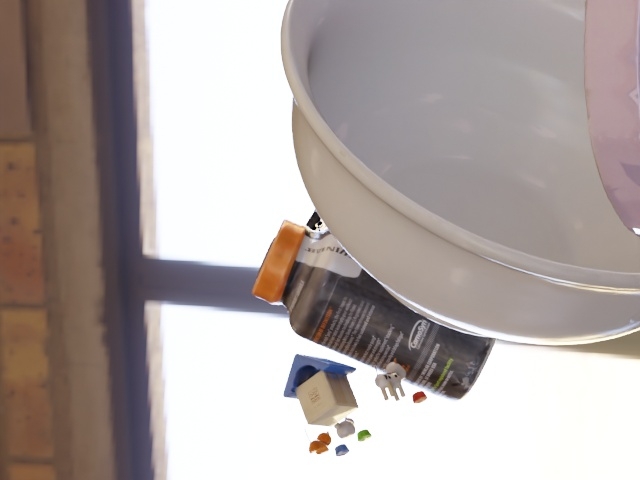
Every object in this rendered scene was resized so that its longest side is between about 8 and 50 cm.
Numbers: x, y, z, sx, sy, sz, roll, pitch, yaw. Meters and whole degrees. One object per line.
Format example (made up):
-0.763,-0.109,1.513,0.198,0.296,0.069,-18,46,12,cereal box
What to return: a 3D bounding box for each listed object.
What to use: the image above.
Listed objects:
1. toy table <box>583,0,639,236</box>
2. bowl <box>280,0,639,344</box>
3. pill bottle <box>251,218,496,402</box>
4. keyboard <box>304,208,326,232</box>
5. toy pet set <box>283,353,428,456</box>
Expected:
0.225,-0.125,0.543,0.252,0.161,0.274,11,-92,-44,toy table
0.106,-0.039,0.781,0.297,0.298,0.134,-75,3,-49,bowl
0.056,0.063,1.401,0.130,0.246,0.130,-157,90,-88,pill bottle
0.000,0.000,1.668,0.100,0.038,0.192,-57,-4,-5,keyboard
0.017,0.145,1.286,0.114,0.122,0.065,15,-135,-48,toy pet set
